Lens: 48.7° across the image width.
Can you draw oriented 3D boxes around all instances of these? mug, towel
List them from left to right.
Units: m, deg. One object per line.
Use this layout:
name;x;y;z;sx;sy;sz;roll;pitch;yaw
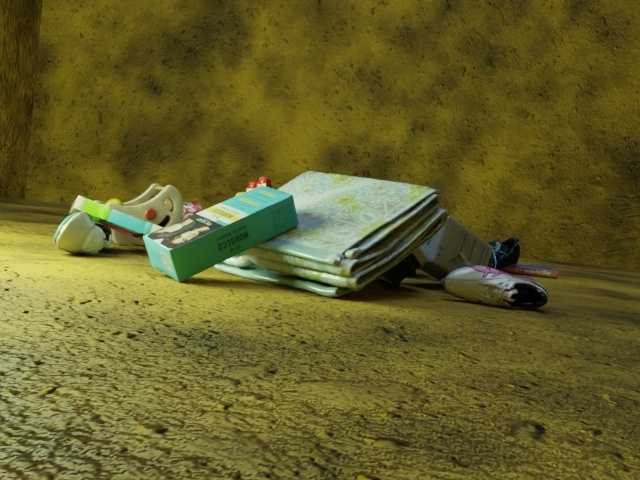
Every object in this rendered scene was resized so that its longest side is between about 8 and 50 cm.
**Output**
mug;-0.491;-0.061;2.341;0.169;0.150;0.113;0;41;-25
towel;0.006;-0.022;1.314;0.374;0.090;0.320;13;33;40

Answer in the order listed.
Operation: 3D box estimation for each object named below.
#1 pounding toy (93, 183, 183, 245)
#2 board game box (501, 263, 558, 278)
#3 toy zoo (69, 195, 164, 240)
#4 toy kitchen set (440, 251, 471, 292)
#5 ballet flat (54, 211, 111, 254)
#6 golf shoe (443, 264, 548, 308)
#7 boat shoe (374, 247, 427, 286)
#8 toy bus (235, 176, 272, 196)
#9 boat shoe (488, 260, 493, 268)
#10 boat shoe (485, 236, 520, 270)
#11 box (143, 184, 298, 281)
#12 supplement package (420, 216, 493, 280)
pounding toy;-0.400;-0.061;1.722;0.155;0.154;0.269;9;4;43
board game box;0.590;0.086;2.238;0.281;0.027;0.145;6;2;2
toy zoo;-0.399;-0.025;1.555;0.293;0.030;0.192;22;-9;-21
toy kitchen set;0.291;0.077;1.409;0.075;0.083;0.068;3;-37;-49
ballet flat;-0.460;-0.009;1.408;0.086;0.086;0.248;6;2;-8
golf shoe;0.316;0.084;1.271;0.186;0.067;0.086;6;4;-1
boat shoe;0.105;0.034;1.472;0.114;0.091;0.302;50;-14;-12
toy bus;-0.194;-0.082;2.055;0.149;0.211;0.220;9;5;14
boat shoe;0.384;0.071;1.734;0.081;0.069;0.228;-29;-10;16
boat shoe;0.513;0.038;2.116;0.109;0.089;0.258;17;20;32
box;-0.165;-0.018;1.198;0.244;0.060;0.100;-27;29;-31
supplement package;0.270;0.024;1.517;0.179;0.105;0.105;29;-14;-40
